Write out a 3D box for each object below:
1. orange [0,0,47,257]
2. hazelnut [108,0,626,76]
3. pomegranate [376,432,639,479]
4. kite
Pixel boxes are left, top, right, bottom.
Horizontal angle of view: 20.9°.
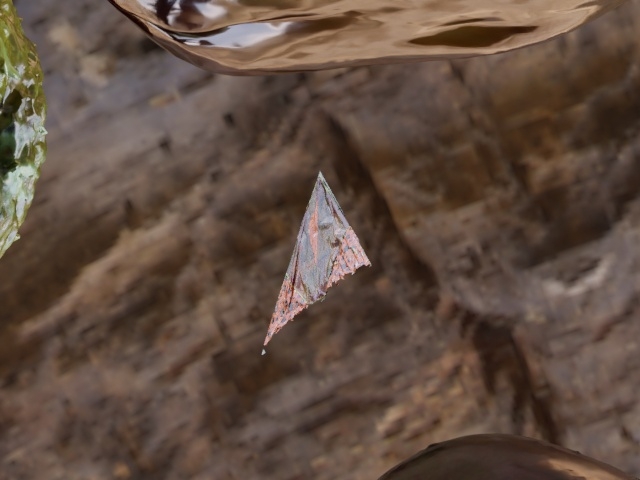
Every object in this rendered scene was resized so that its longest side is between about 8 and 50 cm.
[{"bbox_3d":[-0.318,-0.090,1.281,0.223,0.300,0.301,10,-113,25],"label":"orange"},{"bbox_3d":[0.040,-0.270,0.927,0.429,0.402,0.402,-17,-152,25],"label":"hazelnut"},{"bbox_3d":[0.135,0.287,1.197,0.291,0.323,0.290,-4,-121,7],"label":"pomegranate"},{"bbox_3d":[-0.001,0.000,1.473,0.008,0.125,0.222,11,-157,23],"label":"kite"}]
